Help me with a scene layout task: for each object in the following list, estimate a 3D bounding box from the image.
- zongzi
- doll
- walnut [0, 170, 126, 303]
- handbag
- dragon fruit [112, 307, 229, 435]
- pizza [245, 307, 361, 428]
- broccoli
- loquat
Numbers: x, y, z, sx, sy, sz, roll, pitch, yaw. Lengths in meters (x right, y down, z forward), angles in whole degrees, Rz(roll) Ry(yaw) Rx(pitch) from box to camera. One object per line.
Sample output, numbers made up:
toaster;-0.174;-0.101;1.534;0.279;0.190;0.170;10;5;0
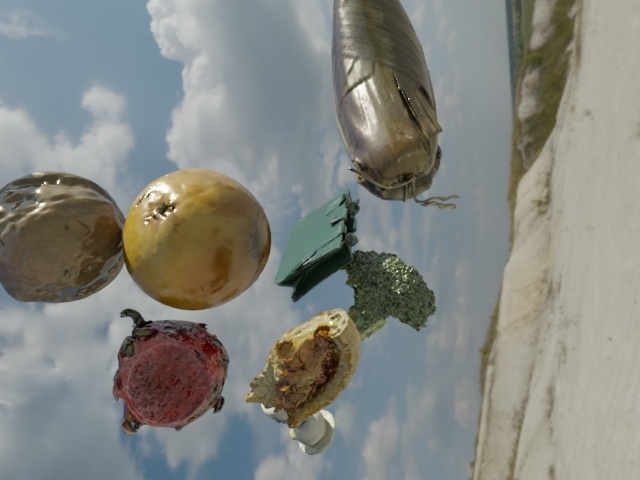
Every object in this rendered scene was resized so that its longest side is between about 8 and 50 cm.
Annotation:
zongzi;0.043;-0.137;0.341;0.187;0.084;0.184;-88;-17;-54
doll;-0.060;0.436;1.118;0.119;0.138;0.293;-46;-59;-10
walnut;-0.478;-0.005;0.832;0.248;0.249;0.248;-2;-90;-66
handbag;-0.001;0.000;1.207;0.089;0.238;0.326;44;-153;-17
dragon fruit;-0.298;0.256;0.855;0.282;0.211;0.147;49;-176;-12
pizza;-0.019;0.182;0.604;0.134;0.271;0.056;7;-137;-32
broccoli;0.105;0.184;1.175;0.252;0.361;0.221;35;-148;-38
loquat;-0.224;-0.001;0.821;0.263;0.263;0.262;-2;-90;-66
